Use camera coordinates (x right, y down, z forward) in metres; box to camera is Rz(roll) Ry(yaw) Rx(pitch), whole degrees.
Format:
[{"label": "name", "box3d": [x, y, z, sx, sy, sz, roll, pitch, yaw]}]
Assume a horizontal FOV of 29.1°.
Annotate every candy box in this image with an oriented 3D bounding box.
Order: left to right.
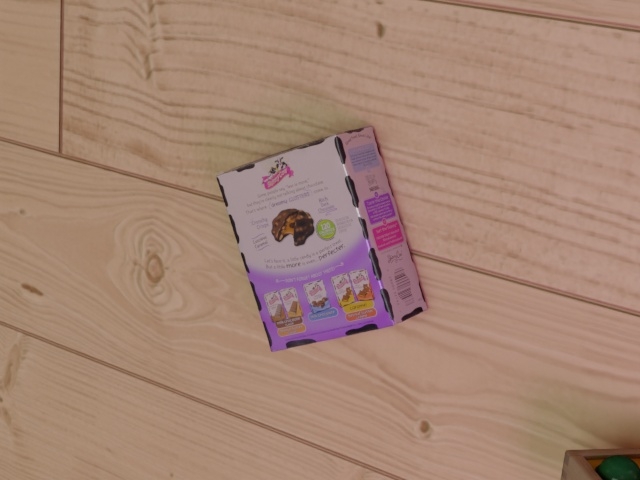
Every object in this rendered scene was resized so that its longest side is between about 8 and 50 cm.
[{"label": "candy box", "box3d": [0.000, 0.000, 1.254, 0.165, 0.070, 0.196, -15, 93, 38]}]

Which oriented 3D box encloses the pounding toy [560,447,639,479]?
[{"label": "pounding toy", "box3d": [0.328, 0.245, 1.025, 0.181, 0.206, 0.094, -122, 35, -68]}]
